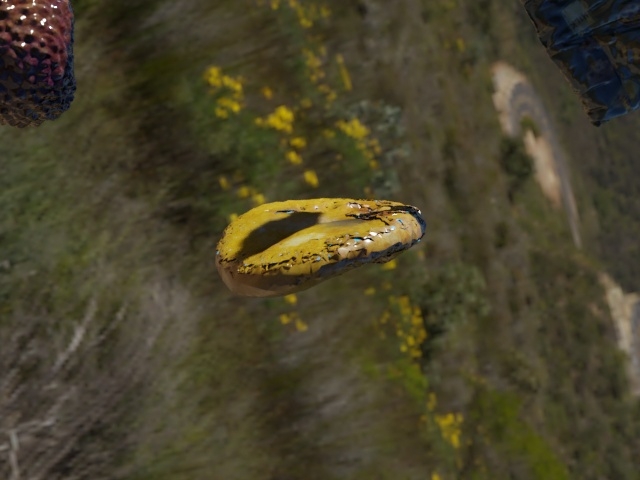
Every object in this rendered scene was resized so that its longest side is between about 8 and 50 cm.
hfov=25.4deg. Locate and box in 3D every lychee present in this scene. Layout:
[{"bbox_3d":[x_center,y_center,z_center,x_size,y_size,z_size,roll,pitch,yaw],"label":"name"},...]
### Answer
[{"bbox_3d":[-0.360,-0.222,1.581,0.188,0.188,0.188,38,45,-50],"label":"lychee"}]

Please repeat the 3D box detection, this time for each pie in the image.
[{"bbox_3d":[0.000,0.001,1.630,0.273,0.273,0.069,-45,126,-60],"label":"pie"}]

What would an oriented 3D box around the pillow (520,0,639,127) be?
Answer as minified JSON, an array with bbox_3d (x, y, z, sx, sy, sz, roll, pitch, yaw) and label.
[{"bbox_3d":[0.339,-0.255,1.594,0.255,0.189,0.034,52,15,-33],"label":"pillow"}]
